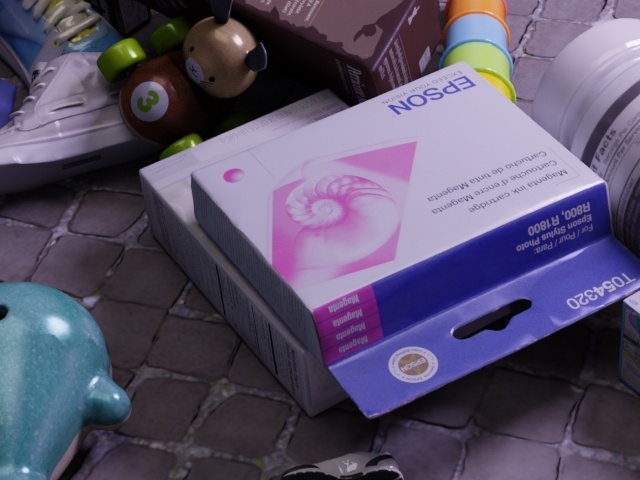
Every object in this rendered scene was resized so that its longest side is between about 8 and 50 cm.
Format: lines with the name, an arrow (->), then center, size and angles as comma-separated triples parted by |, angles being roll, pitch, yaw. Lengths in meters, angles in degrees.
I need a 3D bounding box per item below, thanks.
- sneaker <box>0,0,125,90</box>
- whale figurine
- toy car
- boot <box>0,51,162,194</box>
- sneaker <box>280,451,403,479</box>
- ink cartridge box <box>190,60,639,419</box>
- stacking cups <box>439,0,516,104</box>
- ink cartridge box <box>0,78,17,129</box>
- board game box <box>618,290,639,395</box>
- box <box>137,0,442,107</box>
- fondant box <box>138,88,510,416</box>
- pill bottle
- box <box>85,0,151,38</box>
sneaker -> -0.324, -0.286, 1.900 | 0.127, 0.208, 0.319 | -34, 50, -29
whale figurine -> -0.281, 0.148, 1.459 | 0.216, 0.141, 0.272 | -4, 42, 1
toy car -> -0.122, -0.184, 1.714 | 0.149, 0.188, 0.155 | -30, 85, -37
boot -> -0.305, -0.134, 1.783 | 0.258, 0.095, 0.123 | -14, 74, -20
sneaker -> 0.019, 0.211, 1.439 | 0.109, 0.040, 0.044 | -2, 25, -1
ink cartridge box -> 0.093, -0.017, 1.517 | 0.324, 0.071, 0.330 | -24, 44, -21
stacking cups -> 0.181, -0.208, 1.857 | 0.096, 0.096, 0.316 | 0, 37, 7
ink cartridge box -> -0.553, -0.160, 1.829 | 0.395, 0.151, 0.270 | -5, 42, 3
board game box -> 0.329, 0.126, 1.442 | 0.026, 0.103, 0.154 | -28, 47, -23
box -> -0.063, -0.288, 1.800 | 0.381, 0.191, 0.143 | 26, 81, 14
fondant box -> 0.000, 0.000, 1.628 | 0.238, 0.096, 0.330 | -25, 46, -21
pill bottle -> 0.371, -0.057, 1.565 | 0.204, 0.204, 0.361 | -21, 44, -16
box -> -0.321, -0.399, 1.979 | 0.216, 0.270, 0.060 | 27, 52, 32
